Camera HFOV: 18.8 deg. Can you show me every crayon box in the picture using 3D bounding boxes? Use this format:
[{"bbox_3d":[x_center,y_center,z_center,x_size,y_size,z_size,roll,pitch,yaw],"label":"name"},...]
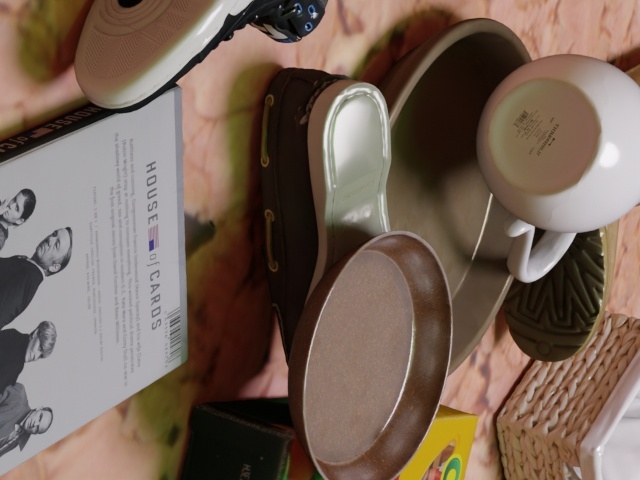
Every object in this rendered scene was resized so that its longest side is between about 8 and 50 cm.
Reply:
[{"bbox_3d":[0.011,0.210,1.347,0.318,0.081,0.202,2,102,-60],"label":"crayon box"}]

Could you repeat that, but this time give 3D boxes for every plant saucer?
[{"bbox_3d":[0.028,0.075,1.210,0.168,0.029,0.168,-18,113,-52],"label":"plant saucer"},{"bbox_3d":[0.081,-0.026,1.394,0.278,0.041,0.278,-33,131,-50],"label":"plant saucer"}]

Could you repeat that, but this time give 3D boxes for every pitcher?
[{"bbox_3d":[0.175,-0.045,1.401,0.178,0.125,0.207,-59,160,10],"label":"pitcher"}]

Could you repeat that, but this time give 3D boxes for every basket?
[{"bbox_3d":[0.235,0.150,1.671,0.167,0.103,0.113,-50,142,-35],"label":"basket"}]

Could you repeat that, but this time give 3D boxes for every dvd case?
[{"bbox_3d":[-0.153,0.029,1.036,0.238,0.029,0.179,-31,129,-51],"label":"dvd case"}]

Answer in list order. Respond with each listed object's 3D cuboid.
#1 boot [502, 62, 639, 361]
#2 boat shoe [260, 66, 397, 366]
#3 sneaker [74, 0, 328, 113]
[{"bbox_3d":[0.259,-0.035,1.641,0.269,0.089,0.236,-18,119,-57],"label":"boot"},{"bbox_3d":[0.000,0.000,1.239,0.081,0.068,0.228,-20,121,-42],"label":"boat shoe"},{"bbox_3d":[-0.049,-0.131,1.084,0.217,0.079,0.121,-60,146,-25],"label":"sneaker"}]
